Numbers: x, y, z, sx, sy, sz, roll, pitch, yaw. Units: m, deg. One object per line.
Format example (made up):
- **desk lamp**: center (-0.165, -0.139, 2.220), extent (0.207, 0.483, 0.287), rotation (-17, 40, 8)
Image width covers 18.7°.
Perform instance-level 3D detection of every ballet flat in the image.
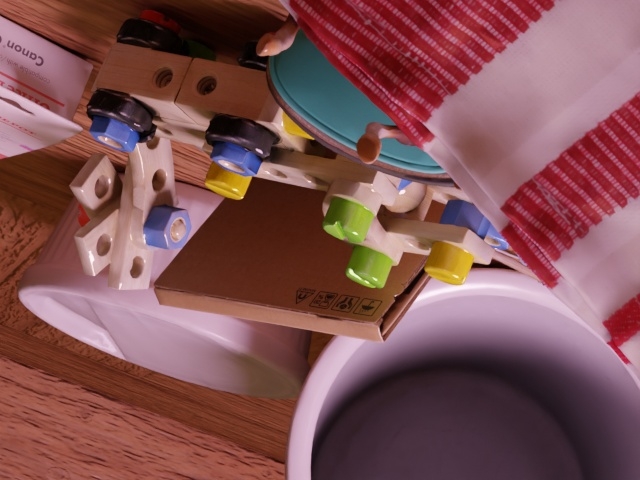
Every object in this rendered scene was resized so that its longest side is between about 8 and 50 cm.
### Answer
- **ballet flat**: center (0.106, -0.069, 1.172), extent (0.281, 0.095, 0.096), rotation (15, 177, 15)

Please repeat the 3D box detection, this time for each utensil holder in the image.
- **utensil holder**: center (0.132, 0.222, 1.739), extent (0.328, 0.327, 0.385), rotation (18, 168, 3)

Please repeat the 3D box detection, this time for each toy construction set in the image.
- **toy construction set**: center (-0.040, -0.053, 1.323), extent (0.328, 0.151, 0.215), rotation (-2, 157, 28)

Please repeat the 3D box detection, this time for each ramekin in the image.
- **ramekin**: center (-0.126, 0.038, 1.755), extent (0.273, 0.127, 0.273), rotation (17, 165, 5)

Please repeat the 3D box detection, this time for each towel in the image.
- **towel**: center (0.138, -0.070, 0.772), extent (0.329, 0.037, 0.237), rotation (47, 132, 1)

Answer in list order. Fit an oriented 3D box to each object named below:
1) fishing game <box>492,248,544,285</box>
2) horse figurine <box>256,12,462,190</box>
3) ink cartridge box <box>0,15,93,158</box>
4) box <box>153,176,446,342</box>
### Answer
- **fishing game**: center (0.202, 0.012, 1.437), extent (0.189, 0.041, 0.264), rotation (27, 163, -36)
- **horse figurine**: center (0.043, -0.092, 1.064), extent (0.263, 0.066, 0.174), rotation (46, -155, 18)
- **ink cartridge box**: center (-0.249, -0.120, 1.457), extent (0.115, 0.067, 0.198), rotation (26, 165, -26)
- **box**: center (0.000, 0.000, 1.419), extent (0.201, 0.164, 0.021), rotation (8, 134, 35)
